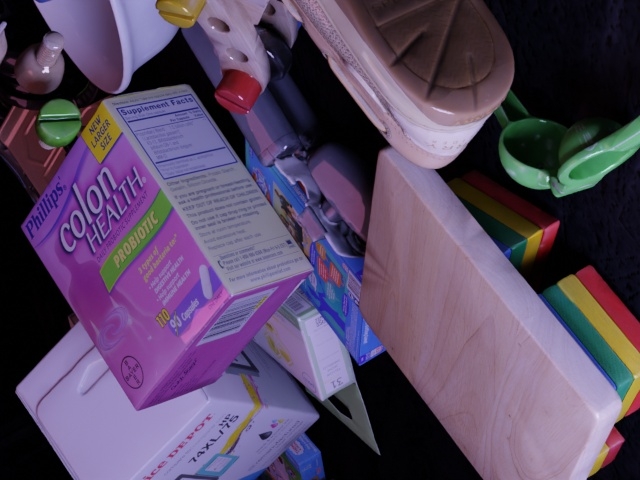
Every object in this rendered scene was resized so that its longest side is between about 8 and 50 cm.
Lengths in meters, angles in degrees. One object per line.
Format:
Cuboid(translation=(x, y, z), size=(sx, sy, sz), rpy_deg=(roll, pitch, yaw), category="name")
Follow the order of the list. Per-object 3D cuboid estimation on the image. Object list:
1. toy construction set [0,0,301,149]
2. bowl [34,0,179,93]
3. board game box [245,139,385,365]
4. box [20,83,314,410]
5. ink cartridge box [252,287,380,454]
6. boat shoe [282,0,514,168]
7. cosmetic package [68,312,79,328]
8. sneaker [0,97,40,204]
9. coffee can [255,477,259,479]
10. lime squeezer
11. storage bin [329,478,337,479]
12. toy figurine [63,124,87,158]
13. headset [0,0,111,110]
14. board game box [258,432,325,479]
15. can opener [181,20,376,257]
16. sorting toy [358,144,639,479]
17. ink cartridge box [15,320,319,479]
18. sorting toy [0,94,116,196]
Cuboid(translation=(-0.132, -0.213, 1.232), size=(0.257, 0.309, 0.237), rpy_deg=(53, 157, -1), category="toy construction set")
Cuboid(translation=(-0.207, -0.302, 1.517), size=(0.298, 0.134, 0.298), rpy_deg=(51, 160, 27), category="bowl")
Cuboid(translation=(0.000, 0.000, 1.551), size=(0.210, 0.047, 0.160), rpy_deg=(52, 160, 24), category="board game box")
Cuboid(translation=(-0.160, 0.006, 1.586), size=(0.243, 0.117, 0.213), rpy_deg=(56, 132, 17), category="box")
Cuboid(translation=(-0.020, 0.132, 1.794), size=(0.171, 0.056, 0.235), rpy_deg=(37, 148, 50), category="ink cartridge box")
Cuboid(translation=(0.006, -0.203, 1.083), size=(0.341, 0.122, 0.110), rpy_deg=(63, 158, 16), category="boat shoe")
Cuboid(translation=(-0.269, 0.192, 2.373), size=(0.113, 0.160, 0.309), rpy_deg=(50, 160, 26), category="cosmetic package")
Cuboid(translation=(-0.449, -0.155, 2.391), size=(0.341, 0.125, 0.139), rpy_deg=(61, 167, 7), category="sneaker")
Cuboid(translation=(-0.139, 0.451, 2.261), size=(0.201, 0.201, 0.275), rpy_deg=(46, 168, 38), category="coffee can")
Cuboid(translation=(0.165, -0.081, 1.016), size=(0.310, 0.059, 0.110), rpy_deg=(-155, 70, -63), category="lime squeezer")
Cuboid(translation=(0.009, 0.374, 2.010), size=(0.135, 0.091, 0.098), rpy_deg=(66, 161, -12), category="storage bin")
Cuboid(translation=(-0.191, -0.067, 1.824), size=(0.209, 0.148, 0.213), rpy_deg=(67, 164, 0), category="toy figurine")
Cuboid(translation=(-0.349, -0.293, 1.973), size=(0.394, 0.185, 0.243), rpy_deg=(4, 118, 51), category="headset")
Cuboid(translation=(-0.044, 0.305, 2.131), size=(0.160, 0.039, 0.211), rpy_deg=(46, 157, 39), category="board game box")
Cuboid(translation=(-0.018, -0.111, 1.438), size=(0.095, 0.076, 0.283), rpy_deg=(-39, 78, 39), category="can opener")
Cuboid(translation=(0.143, 0.069, 1.209), size=(0.255, 0.089, 0.257), rpy_deg=(53, 160, 24), category="sorting toy")
Cuboid(translation=(-0.180, 0.194, 1.888), size=(0.197, 0.198, 0.270), rpy_deg=(51, -165, 25), category="ink cartridge box")
Cuboid(translation=(-0.332, -0.142, 2.102), size=(0.208, 0.038, 0.193), rpy_deg=(49, 119, 27), category="sorting toy")
